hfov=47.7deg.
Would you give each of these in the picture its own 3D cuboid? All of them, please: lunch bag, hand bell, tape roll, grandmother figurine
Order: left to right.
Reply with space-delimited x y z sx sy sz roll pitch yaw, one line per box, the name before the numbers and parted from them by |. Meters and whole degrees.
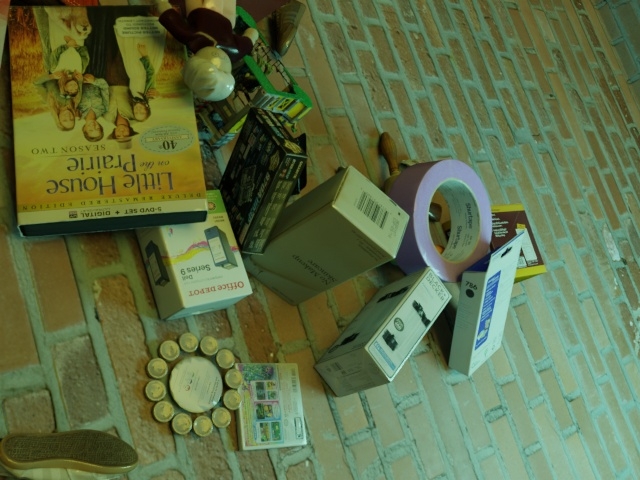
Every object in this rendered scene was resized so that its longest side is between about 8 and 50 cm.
grandmother figurine | -0.202 -0.395 1.307 0.208 0.104 0.342 7 59 -22
hand bell | 0.181 -0.173 1.773 0.126 0.126 0.242 19 47 -33
lunch bag | 0.244 -0.171 1.842 0.071 0.053 0.083 -10 68 -44
tape roll | 0.270 -0.043 1.636 0.275 0.090 0.274 2 86 -42

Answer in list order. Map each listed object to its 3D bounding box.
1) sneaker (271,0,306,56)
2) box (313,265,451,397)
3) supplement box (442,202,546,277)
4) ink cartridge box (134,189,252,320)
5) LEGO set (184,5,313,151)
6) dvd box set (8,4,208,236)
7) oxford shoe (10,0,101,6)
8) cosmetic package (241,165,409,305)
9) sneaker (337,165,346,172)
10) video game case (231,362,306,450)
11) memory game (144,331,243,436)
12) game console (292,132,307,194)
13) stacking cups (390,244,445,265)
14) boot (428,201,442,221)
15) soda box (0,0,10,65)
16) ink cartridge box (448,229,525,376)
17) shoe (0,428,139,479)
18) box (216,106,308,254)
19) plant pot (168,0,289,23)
sneaker | -0.091 -0.512 1.729 0.071 0.066 0.188 24 49 -10
box | 0.134 0.185 1.498 0.087 0.169 0.290 52 46 -8
supplement box | 0.448 0.018 1.867 0.191 0.129 0.194 -5 73 -41
ink cartridge box | -0.235 0.024 1.319 0.154 0.093 0.212 -9 77 -42
LEGO set | -0.195 -0.327 1.498 0.331 0.192 0.255 52 23 1
dvd box set | -0.373 -0.220 1.259 0.308 0.062 0.420 -5 70 -15
oxford shoe | -0.521 -0.467 1.325 0.271 0.098 0.097 23 49 -53
cosmetic package | 0.000 0.000 1.378 0.160 0.309 0.113 38 49 -18
sneaker | 0.060 -0.133 1.683 0.035 0.031 0.083 -26 87 -43
video game case | -0.096 0.307 1.351 0.143 0.019 0.157 7 66 -37
memory game | -0.219 0.251 1.267 0.186 0.012 0.186 14 61 -27
game console | -0.072 -0.164 1.560 0.107 0.071 0.122 -7 110 -16
stacking cups | 0.208 0.017 1.697 0.316 0.096 0.096 15 61 -37
boot | 0.265 -0.062 1.821 0.114 0.037 0.106 24 58 -35
soda box | -0.580 -0.313 1.199 0.092 0.083 0.263 13 62 -35
ink cartridge box | 0.378 0.135 1.661 0.165 0.065 0.332 -27 132 -44
shoe | -0.380 0.328 1.085 0.219 0.058 0.076 17 28 -38
box | -0.119 -0.112 1.355 0.051 0.220 0.175 6 32 -35
plant pot | -0.185 -0.621 1.575 0.236 0.267 0.267 19 57 -47
